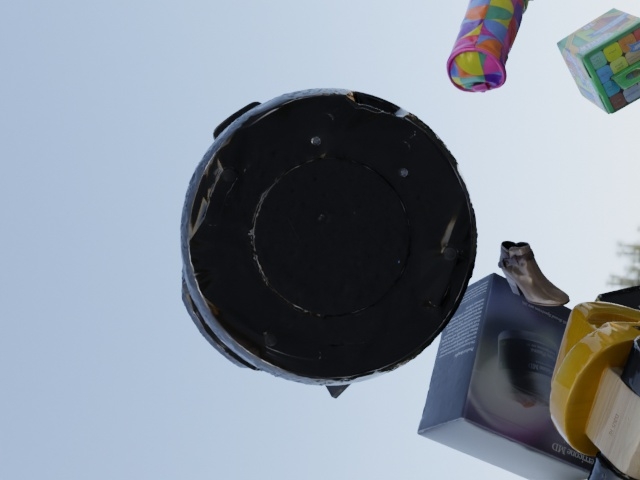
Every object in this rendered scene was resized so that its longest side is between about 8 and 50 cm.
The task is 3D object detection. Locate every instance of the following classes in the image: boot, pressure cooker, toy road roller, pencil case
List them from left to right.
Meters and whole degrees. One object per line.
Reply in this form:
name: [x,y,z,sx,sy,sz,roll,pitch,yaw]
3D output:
pressure cooker: [0.006,-0.002,1.143,0.420,0.376,0.369,-152,70,-86]
pencil case: [0.275,-0.337,1.329,0.236,0.104,0.104,-63,-39,-37]
boot: [0.311,0.045,1.212,0.042,0.118,0.087,-29,-66,-31]
toy road roller: [0.434,0.181,1.000,0.330,0.240,0.202,3,-69,-18]

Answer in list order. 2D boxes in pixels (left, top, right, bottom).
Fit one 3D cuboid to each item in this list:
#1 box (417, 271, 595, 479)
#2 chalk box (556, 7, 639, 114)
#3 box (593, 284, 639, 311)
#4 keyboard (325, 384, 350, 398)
box: [0.376,0.265,1.537,0.296,0.183,0.294,24,-117,-12]
chalk box: [0.752,-0.453,2.084,0.179,0.180,0.289,56,-170,-19]
box: [0.608,0.208,1.293,0.079,0.257,0.322,94,161,-54]
keyboard: [0.058,0.191,1.448,0.038,0.192,0.100,-5,-125,-42]
